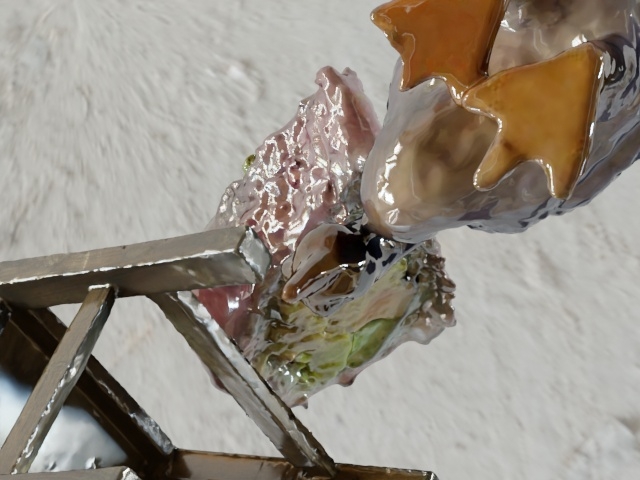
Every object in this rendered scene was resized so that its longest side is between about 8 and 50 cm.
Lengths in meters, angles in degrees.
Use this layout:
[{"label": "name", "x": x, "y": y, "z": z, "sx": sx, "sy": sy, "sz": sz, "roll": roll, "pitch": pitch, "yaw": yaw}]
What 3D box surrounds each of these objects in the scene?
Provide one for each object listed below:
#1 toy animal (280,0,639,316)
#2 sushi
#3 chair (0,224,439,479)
[{"label": "toy animal", "x": 0.093, "y": -0.077, "z": 0.744, "sx": 0.122, "sy": 0.185, "sz": 0.298, "roll": 42, "pitch": 91, "yaw": 12}, {"label": "sushi", "x": -0.017, "y": 0.010, "z": 1.013, "sx": 0.161, "sy": 0.241, "sz": 0.107, "roll": -28, "pitch": 60, "yaw": -2}, {"label": "chair", "x": -0.179, "y": 0.154, "z": 1.007, "sx": 0.240, "sy": 0.416, "sz": 0.203, "roll": 53, "pitch": 45, "yaw": -35}]
